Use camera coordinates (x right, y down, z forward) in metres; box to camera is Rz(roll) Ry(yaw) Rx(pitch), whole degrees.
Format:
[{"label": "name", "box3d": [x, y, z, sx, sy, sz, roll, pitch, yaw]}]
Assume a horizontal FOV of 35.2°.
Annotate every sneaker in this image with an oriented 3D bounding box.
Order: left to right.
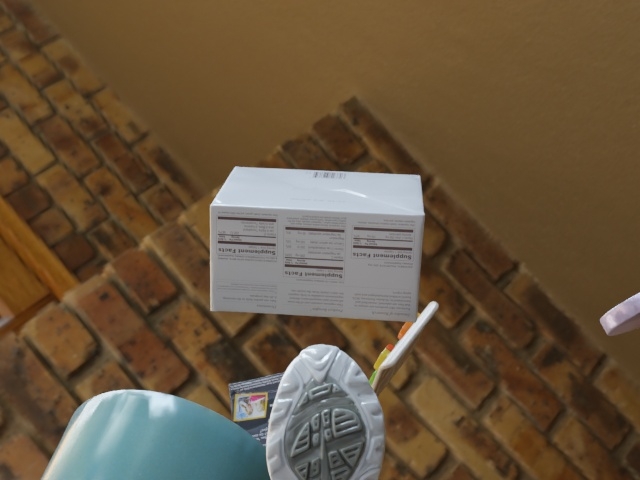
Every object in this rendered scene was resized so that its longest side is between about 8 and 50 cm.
[{"label": "sneaker", "box3d": [0.006, 0.197, 0.772, 0.115, 0.090, 0.232, 120, -36, -81]}]

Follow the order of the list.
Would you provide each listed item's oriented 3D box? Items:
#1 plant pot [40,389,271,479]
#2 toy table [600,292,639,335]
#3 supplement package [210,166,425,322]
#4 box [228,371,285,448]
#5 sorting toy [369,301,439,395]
[{"label": "plant pot", "box3d": [-0.199, 0.350, 1.098, 0.293, 0.235, 0.293, 12, -48, 13]}, {"label": "toy table", "box3d": [0.592, 0.133, 1.552, 0.161, 0.274, 0.252, 66, 9, 20]}, {"label": "supplement package", "box3d": [0.000, 0.000, 1.325, 0.262, 0.204, 0.145, 4, -72, 3]}, {"label": "box", "box3d": [-0.020, 0.302, 1.519, 0.163, 0.142, 0.247, -14, -28, 9]}, {"label": "sorting toy", "box3d": [0.148, 0.227, 1.996, 0.038, 0.193, 0.208, 36, -35, 11]}]
